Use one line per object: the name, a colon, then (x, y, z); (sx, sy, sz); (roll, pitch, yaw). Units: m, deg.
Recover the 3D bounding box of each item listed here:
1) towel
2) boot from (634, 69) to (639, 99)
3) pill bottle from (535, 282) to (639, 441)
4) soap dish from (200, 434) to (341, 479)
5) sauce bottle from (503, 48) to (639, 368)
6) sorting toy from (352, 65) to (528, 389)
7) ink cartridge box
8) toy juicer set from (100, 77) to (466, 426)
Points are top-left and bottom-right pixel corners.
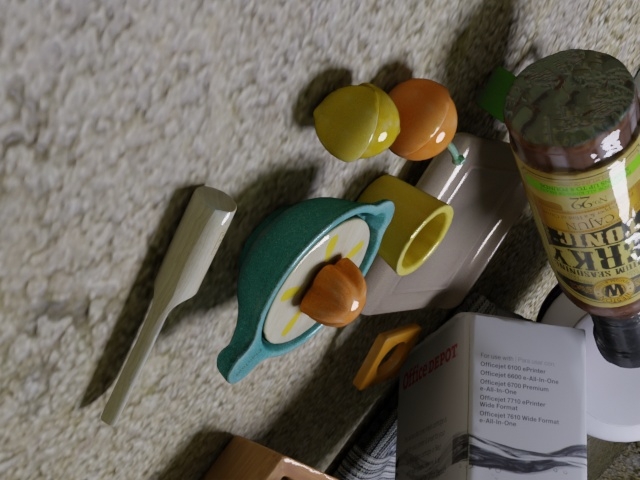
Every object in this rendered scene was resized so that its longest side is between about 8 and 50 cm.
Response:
towel: (0.147, 0.210, 1.547); (0.312, 0.056, 0.324); (-54, 159, 5)
boot: (0.445, -0.194, 1.340); (0.088, 0.176, 0.244); (-33, 151, -35)
pill bottle: (0.328, 0.120, 1.405); (0.181, 0.181, 0.323); (-54, 173, 7)
soap dish: (-0.064, 0.324, 1.143); (0.229, 0.118, 0.291); (33, 95, -45)
sauce bottle: (0.247, -0.010, 1.099); (0.111, 0.111, 0.344); (-46, 137, -15)
sorting toy: (0.109, -0.016, 1.134); (0.347, 0.047, 0.196); (-58, 153, 15)
ink cartridge box: (0.160, 0.248, 1.245); (0.223, 0.129, 0.307); (128, -32, -67)
toy juicer set: (0.000, 0.000, 0.880); (0.329, 0.089, 0.209); (-33, 152, -38)
